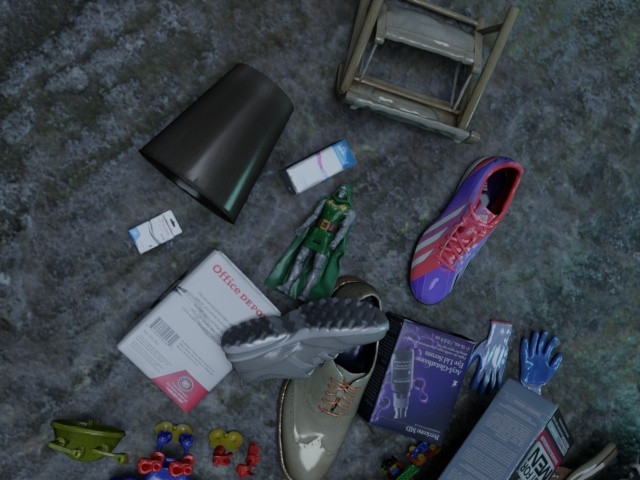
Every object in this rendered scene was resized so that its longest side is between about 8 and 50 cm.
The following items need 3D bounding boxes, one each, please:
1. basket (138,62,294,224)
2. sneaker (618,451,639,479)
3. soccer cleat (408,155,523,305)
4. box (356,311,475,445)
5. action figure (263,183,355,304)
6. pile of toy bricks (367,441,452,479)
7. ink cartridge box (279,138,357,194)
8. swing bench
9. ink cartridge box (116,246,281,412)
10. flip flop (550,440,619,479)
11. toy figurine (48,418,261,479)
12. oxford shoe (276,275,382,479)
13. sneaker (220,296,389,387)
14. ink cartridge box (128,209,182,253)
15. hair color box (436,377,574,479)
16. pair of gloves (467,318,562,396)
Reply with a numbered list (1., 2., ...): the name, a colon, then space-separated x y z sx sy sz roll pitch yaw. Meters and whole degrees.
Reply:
1. basket: -0.161 -0.177 1.361 0.204 0.154 0.227 39 81 -12
2. sneaker: 0.578 0.491 1.521 0.447 0.169 0.257 -5 106 -21
3. soccer cleat: 0.270 -0.021 1.474 0.108 0.116 0.318 33 86 -12
4. box: 0.173 0.256 1.472 0.153 0.108 0.207 18 88 -13
5. action figure: 0.000 0.000 1.438 0.137 0.063 0.232 23 80 19
6. pile of toy bricks: 0.169 0.476 1.495 0.212 0.118 0.105 -35 133 -18
7. ink cartridge box: -0.007 -0.132 1.423 0.122 0.088 0.052 -30 99 -9
8. swing bench: 0.179 -0.327 1.421 0.253 0.165 0.255 16 95 -13
9. ink cartridge box: -0.212 0.152 1.387 0.237 0.100 0.172 -45 102 -6
10. flip flop: 0.463 0.468 1.555 0.277 0.112 0.080 -33 73 -6
11. toy figurine: -0.297 0.442 1.347 0.362 0.191 0.217 10 95 -11
12. oxford shoe: 0.015 0.260 1.418 0.140 0.146 0.397 13 90 -12
13. sneaker: -0.020 0.176 1.338 0.281 0.105 0.115 -11 117 4
14. ink cartridge box: -0.292 -0.016 1.399 0.083 0.028 0.048 -28 98 -10
15. hair color box: 0.305 0.460 1.444 0.374 0.113 0.185 -51 139 -12
16. pair of gloves: 0.382 0.243 1.560 0.198 0.023 0.159 15 89 -13
